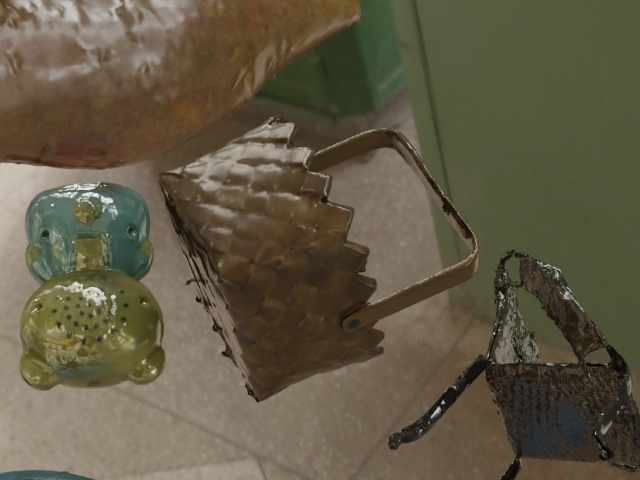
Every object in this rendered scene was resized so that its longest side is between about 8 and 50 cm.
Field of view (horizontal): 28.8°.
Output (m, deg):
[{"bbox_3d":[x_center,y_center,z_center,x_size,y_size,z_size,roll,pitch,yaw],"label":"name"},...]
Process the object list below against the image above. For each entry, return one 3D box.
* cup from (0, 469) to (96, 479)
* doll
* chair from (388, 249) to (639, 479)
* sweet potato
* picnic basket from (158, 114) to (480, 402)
[{"bbox_3d":[-0.218,0.369,0.886,0.242,0.292,0.308,-11,57,-44],"label":"cup"},{"bbox_3d":[-0.287,0.064,1.561,0.177,0.161,0.261,0,62,-12],"label":"doll"},{"bbox_3d":[0.154,0.112,0.837,0.149,0.174,0.213,-4,34,28],"label":"chair"},{"bbox_3d":[-0.076,-0.041,0.315,0.218,0.065,0.051,-27,12,-31],"label":"sweet potato"},{"bbox_3d":[0.000,0.000,1.473,0.321,0.291,0.254,-22,49,-10],"label":"picnic basket"}]
